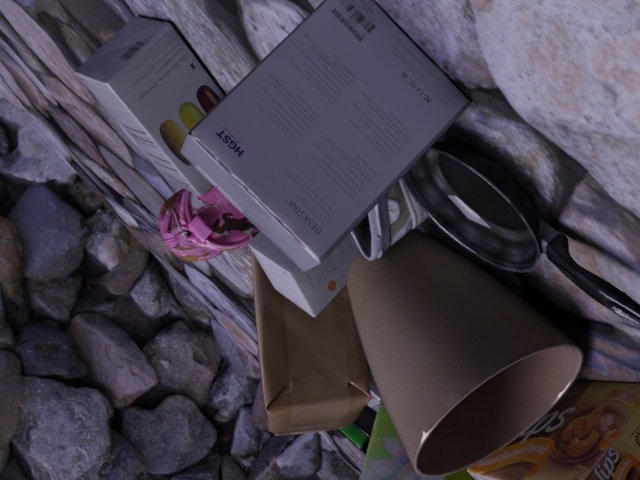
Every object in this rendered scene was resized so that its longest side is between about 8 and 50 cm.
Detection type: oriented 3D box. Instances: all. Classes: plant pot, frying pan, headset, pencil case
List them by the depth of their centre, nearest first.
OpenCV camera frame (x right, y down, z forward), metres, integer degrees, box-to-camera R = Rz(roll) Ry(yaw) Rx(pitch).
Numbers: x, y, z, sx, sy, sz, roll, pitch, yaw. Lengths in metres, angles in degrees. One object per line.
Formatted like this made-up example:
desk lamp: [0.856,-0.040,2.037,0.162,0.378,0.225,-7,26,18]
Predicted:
frying pan: [0.208,-0.027,1.122,0.326,0.053,0.197,21,153,52]
plant pot: [0.157,0.120,1.370,0.274,0.256,0.256,55,173,31]
pencil case: [-0.197,-0.047,1.899,0.167,0.160,0.386,10,174,-13]
headset: [0.184,0.409,2.019,0.394,0.185,0.243,39,166,8]

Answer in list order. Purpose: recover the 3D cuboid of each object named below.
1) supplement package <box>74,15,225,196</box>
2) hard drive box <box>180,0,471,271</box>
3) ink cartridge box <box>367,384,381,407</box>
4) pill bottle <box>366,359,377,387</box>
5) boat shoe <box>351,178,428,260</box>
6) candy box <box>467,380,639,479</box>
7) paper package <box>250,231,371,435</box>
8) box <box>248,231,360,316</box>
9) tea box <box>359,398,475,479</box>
supplement package: [-0.238,-0.209,1.635,0.134,0.139,0.244,26,158,53]
hard drive box: [0.005,-0.115,1.056,0.181,0.232,0.089,45,165,-4]
ink cartridge box: [0.047,0.203,2.084,0.273,0.114,0.197,42,165,3]
pill bottle: [0.137,0.218,1.876,0.215,0.117,0.117,23,155,54]
boat shoe: [0.031,-0.106,1.268,0.118,0.103,0.320,29,160,44]
candy box: [0.335,0.278,1.379,0.087,0.183,0.316,46,166,-5]
paper package: [-0.026,0.159,1.778,0.325,0.168,0.309,98,166,-75]
box: [0.000,0.000,1.519,0.091,0.170,0.130,34,162,33]
tea box: [0.220,0.444,1.682,0.329,0.323,0.220,13,159,8]
